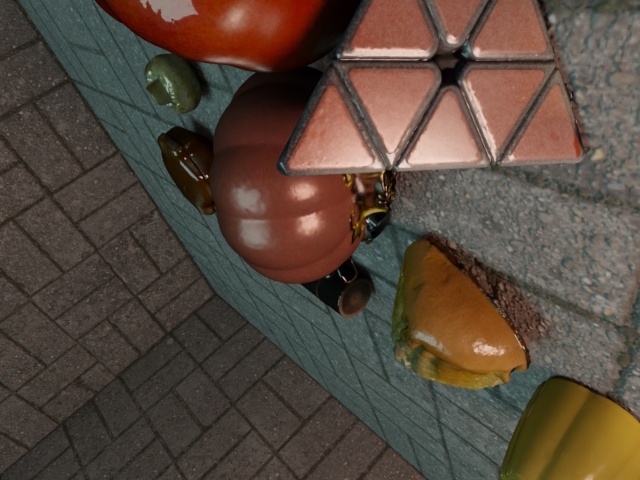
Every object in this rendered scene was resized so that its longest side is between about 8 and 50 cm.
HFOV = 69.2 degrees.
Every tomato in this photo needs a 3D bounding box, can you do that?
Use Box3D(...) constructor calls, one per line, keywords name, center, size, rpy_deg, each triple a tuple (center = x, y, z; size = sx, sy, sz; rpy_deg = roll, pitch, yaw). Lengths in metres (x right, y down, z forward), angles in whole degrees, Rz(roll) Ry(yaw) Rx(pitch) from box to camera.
Box3D(name="tomato", center=(-0.087, -0.305, 0.465), size=(0.298, 0.298, 0.226), rpy_deg=(36, 123, 30))

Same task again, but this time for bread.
Box3D(name="bread", center=(0.203, 0.135, 0.759), size=(0.262, 0.162, 0.204), rpy_deg=(49, 158, 26))

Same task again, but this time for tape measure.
Box3D(name="tape measure", center=(0.046, -0.005, 0.832), size=(0.104, 0.180, 0.107), rpy_deg=(28, 154, 8))

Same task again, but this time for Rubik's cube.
Box3D(name="Rubik's cube", center=(0.101, -0.175, 0.461), size=(0.233, 0.229, 0.228), rpy_deg=(-18, 161, 31))

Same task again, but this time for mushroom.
Box3D(name="mushroom", center=(-0.338, -0.357, 1.059), size=(0.148, 0.112, 0.148), rpy_deg=(48, 167, 14))

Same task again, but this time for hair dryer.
Box3D(name="hair dryer", center=(0.000, 0.000, 1.054), size=(0.189, 0.107, 0.352), rpy_deg=(30, 144, 44))

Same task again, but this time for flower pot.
Box3D(name="flower pot", center=(0.391, 0.351, 0.733), size=(0.195, 0.179, 0.195), rpy_deg=(41, 160, 19))

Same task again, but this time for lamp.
Box3D(name="lamp", center=(-0.014, -0.090, 0.654), size=(0.239, 0.305, 0.305), rpy_deg=(2, 139, 19))

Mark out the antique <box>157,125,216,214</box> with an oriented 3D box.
Box3D(name="antique", center=(-0.351, -0.200, 1.329), size=(0.223, 0.129, 0.278), rpy_deg=(33, 154, 37))
